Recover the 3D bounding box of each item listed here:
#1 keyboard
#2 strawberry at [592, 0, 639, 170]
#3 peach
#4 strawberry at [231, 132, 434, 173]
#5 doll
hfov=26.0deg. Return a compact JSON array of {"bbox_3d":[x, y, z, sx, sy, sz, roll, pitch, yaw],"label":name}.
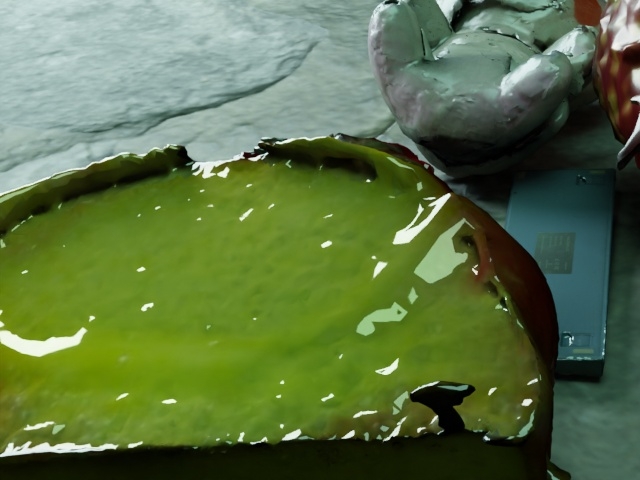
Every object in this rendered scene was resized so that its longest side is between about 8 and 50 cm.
[{"bbox_3d":[0.115,0.010,0.679,0.055,0.014,0.176,2,31,12],"label":"keyboard"},{"bbox_3d":[0.277,-0.076,0.597,0.343,0.292,0.292,-11,27,25],"label":"strawberry"},{"bbox_3d":[-0.048,0.061,0.481,0.267,0.154,0.159,-8,39,13],"label":"peach"},{"bbox_3d":[0.000,0.000,0.643,0.145,0.086,0.145,-2,33,1],"label":"strawberry"},{"bbox_3d":[0.109,-0.104,0.795,0.149,0.095,0.192,17,35,21],"label":"doll"}]
